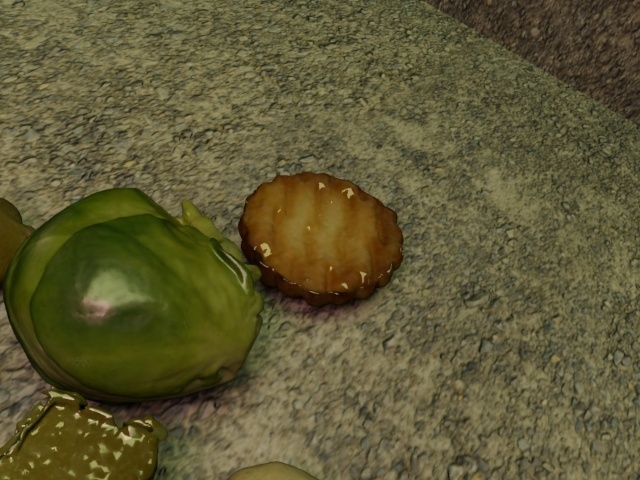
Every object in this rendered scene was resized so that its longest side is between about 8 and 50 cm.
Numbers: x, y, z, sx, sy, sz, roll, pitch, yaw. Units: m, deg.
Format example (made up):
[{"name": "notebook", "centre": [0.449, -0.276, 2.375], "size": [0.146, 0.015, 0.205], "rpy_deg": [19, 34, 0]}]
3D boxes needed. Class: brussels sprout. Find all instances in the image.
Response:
[{"name": "brussels sprout", "centre": [-0.279, 0.098, 0.842], "size": [0.371, 0.276, 0.315], "rpy_deg": [31, 37, 1]}]

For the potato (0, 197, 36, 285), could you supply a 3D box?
[{"name": "potato", "centre": [-0.636, -0.013, 0.878], "size": [0.351, 0.202, 0.218], "rpy_deg": [4, 38, -30]}]

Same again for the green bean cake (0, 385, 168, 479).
[{"name": "green bean cake", "centre": [-0.366, 0.326, 0.659], "size": [0.285, 0.202, 0.310], "rpy_deg": [25, 47, 2]}]

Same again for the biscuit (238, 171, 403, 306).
[{"name": "biscuit", "centre": [0.000, 0.000, 1.103], "size": [0.325, 0.107, 0.326], "rpy_deg": [9, 46, -10]}]

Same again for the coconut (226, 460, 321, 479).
[{"name": "coconut", "centre": [-0.048, 0.397, 0.702], "size": [0.224, 0.224, 0.224], "rpy_deg": [8, 50, -10]}]
